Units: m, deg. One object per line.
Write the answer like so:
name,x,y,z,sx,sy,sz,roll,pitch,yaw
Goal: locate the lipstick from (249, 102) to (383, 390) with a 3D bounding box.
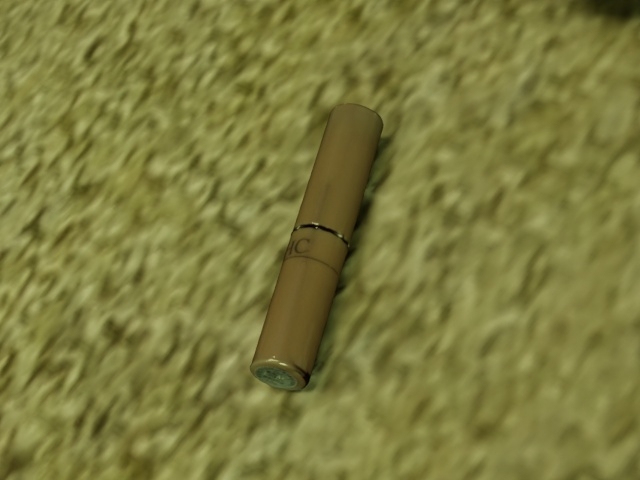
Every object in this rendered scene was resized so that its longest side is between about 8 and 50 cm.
lipstick,0.000,0.000,0.444,0.019,0.019,0.094,-4,54,31
